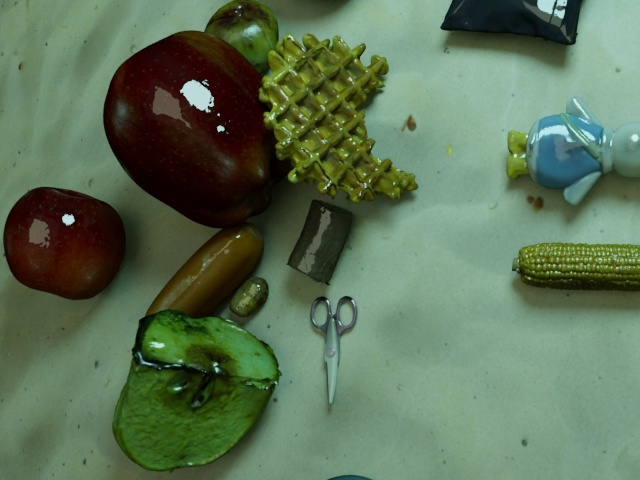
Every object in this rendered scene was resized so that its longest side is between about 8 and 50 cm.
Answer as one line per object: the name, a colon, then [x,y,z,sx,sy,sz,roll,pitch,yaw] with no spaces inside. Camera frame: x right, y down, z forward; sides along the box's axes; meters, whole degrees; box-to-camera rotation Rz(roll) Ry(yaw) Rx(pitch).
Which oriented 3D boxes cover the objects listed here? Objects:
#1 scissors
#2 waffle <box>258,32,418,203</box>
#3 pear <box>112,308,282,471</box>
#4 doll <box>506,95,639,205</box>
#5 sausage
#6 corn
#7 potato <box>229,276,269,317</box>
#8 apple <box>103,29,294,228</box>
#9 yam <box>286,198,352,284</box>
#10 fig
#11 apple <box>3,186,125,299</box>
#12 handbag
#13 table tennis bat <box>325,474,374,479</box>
scissors: [0.020,0.179,1.046,0.086,0.022,0.176,-3,77,24]
waffle: [0.019,-0.189,1.001,0.069,0.260,0.292,-35,60,53]
pear: [-0.215,0.267,1.067,0.164,0.239,0.255,-115,40,-60]
doll: [0.383,-0.124,0.886,0.241,0.098,0.135,3,60,24]
sausage: [-0.206,0.075,1.125,0.274,0.105,0.105,-46,66,11]
corn: [0.371,0.036,0.880,0.208,0.068,0.068,1,82,26]
potato: [-0.125,0.100,1.117,0.083,0.040,0.051,-45,66,11]
apple: [-0.199,-0.182,1.066,0.317,0.288,0.288,40,99,6]
yam: [0.000,0.001,1.055,0.084,0.084,0.127,22,94,27]
fig: [-0.146,-0.366,1.161,0.153,0.121,0.136,-45,62,13]
apple: [-0.484,0.004,1.207,0.218,0.218,0.201,14,85,26]
handbag: [0.323,-0.423,0.970,0.211,0.089,0.254,20,86,29]
table tennis bat: [0.086,0.511,0.950,0.215,0.044,0.329,-43,64,11]
